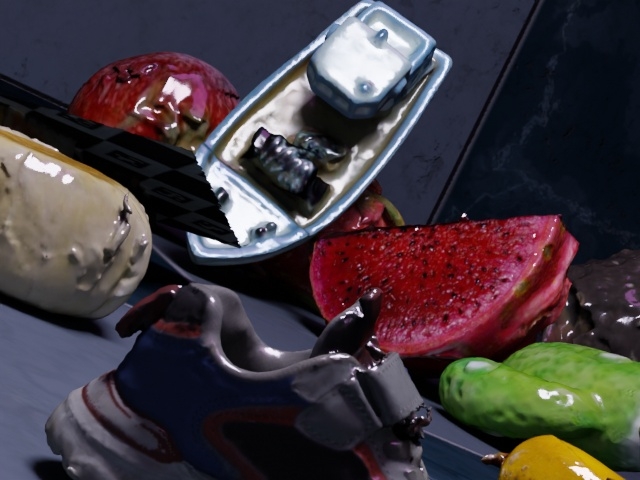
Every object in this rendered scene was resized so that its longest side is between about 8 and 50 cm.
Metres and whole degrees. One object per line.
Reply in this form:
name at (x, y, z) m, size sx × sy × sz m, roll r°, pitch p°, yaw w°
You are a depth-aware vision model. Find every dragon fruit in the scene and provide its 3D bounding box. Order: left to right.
dragon fruit at (0.000, 0.000, 1.890) m, size 0.172 × 0.166 × 0.160 m, roll 47°, pitch 20°, yaw 0°
dragon fruit at (0.104, 0.059, 1.685) m, size 0.261 × 0.163 × 0.189 m, roll -1°, pitch 32°, yaw 33°

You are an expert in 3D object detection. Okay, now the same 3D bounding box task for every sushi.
sushi at (-0.221, -0.044, 1.492) m, size 0.294 × 0.059 × 0.292 m, roll 16°, pitch -12°, yaw 6°

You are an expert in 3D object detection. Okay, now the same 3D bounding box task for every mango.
mango at (0.174, 0.174, 1.090) m, size 0.187 × 0.066 × 0.101 m, roll 32°, pitch -4°, yaw 6°

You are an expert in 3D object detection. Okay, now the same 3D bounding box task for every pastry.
pastry at (-0.179, -0.016, 1.140) m, size 0.165 × 0.088 × 0.166 m, roll 27°, pitch 3°, yaw -1°

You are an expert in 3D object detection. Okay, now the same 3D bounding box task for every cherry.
cherry at (-0.175, -0.103, 1.929) m, size 0.192 × 0.175 × 0.249 m, roll -5°, pitch 2°, yaw -24°

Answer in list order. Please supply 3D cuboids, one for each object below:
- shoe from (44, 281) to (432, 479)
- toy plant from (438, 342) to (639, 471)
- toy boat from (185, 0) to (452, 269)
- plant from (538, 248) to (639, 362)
shoe at (0.011, 0.082, 0.744) m, size 0.227 × 0.125 × 0.099 m, roll 25°, pitch 0°, yaw 8°
toy plant at (0.262, 0.140, 1.527) m, size 0.224 × 0.184 × 0.316 m, roll -2°, pitch 11°, yaw -43°
toy boat at (-0.014, -0.095, 1.765) m, size 0.145 × 0.332 × 0.133 m, roll 39°, pitch -21°, yaw 9°
plant at (0.325, 0.111, 2.124) m, size 0.234 × 0.204 × 0.178 m, roll -16°, pitch 25°, yaw 1°
